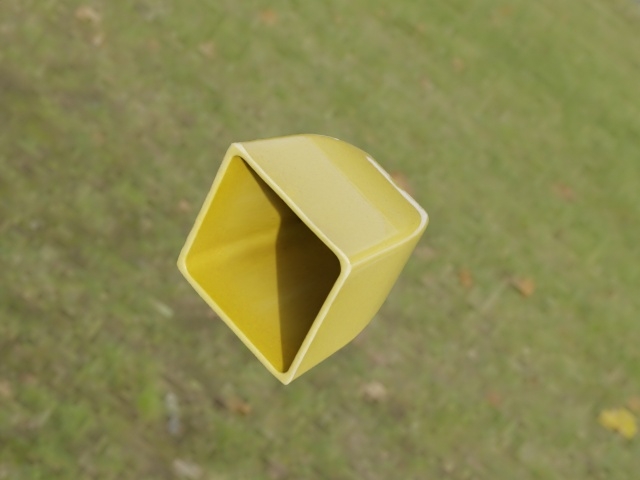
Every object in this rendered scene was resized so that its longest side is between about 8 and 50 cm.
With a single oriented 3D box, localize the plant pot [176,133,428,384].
[{"bbox_3d":[0.000,0.000,0.890,0.083,0.081,0.081,-22,60,-44],"label":"plant pot"}]
